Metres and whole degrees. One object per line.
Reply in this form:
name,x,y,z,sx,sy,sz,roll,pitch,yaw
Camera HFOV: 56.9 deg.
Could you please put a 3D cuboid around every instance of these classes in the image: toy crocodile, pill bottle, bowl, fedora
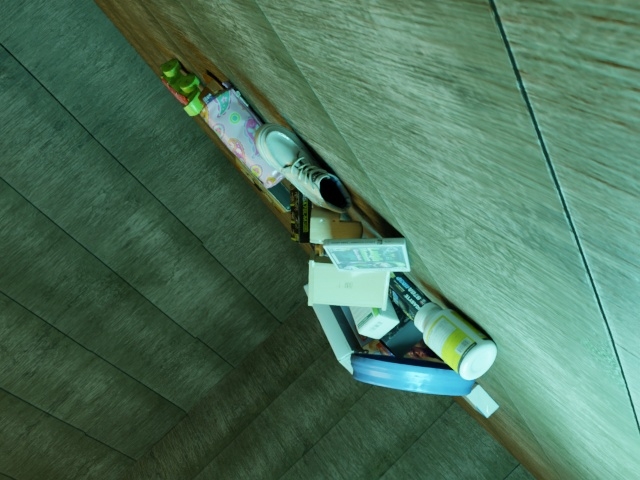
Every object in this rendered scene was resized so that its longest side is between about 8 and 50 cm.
toy crocodile,-0.473,-0.525,2.027,0.340,0.105,0.115,44,174,38
pill bottle,0.298,0.220,1.332,0.184,0.103,0.103,43,173,46
bowl,0.283,0.413,1.830,0.390,0.077,0.391,7,173,1
fedora,-0.295,-0.391,1.709,0.194,0.079,0.194,46,175,5

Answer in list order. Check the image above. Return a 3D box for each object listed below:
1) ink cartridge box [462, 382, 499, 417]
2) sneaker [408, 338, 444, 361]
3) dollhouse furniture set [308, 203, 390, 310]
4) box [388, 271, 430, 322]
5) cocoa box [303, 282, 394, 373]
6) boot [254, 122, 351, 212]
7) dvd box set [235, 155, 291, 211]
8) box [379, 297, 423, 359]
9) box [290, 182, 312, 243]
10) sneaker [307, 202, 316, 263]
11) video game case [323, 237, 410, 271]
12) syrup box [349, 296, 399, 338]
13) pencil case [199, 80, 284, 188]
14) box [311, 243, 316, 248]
ink cartridge box,0.550,0.555,2.095,0.104,0.060,0.180,46,175,3
sneaker,0.360,0.375,2.052,0.095,0.104,0.236,50,173,-20
dollhouse furniture set,0.078,-0.005,1.556,0.303,0.197,0.287,-84,-3,-59
box,0.232,0.150,1.652,0.175,0.051,0.220,46,175,16
cocoa box,0.131,0.290,2.214,0.347,0.227,0.231,62,-175,36
boot,-0.028,-0.159,1.305,0.258,0.095,0.123,40,174,-34
dvd box set,-0.232,-0.243,2.459,0.308,0.062,0.420,47,175,-7
box,0.241,0.257,1.826,0.093,0.156,0.158,51,174,-31
box,-0.056,-0.087,1.663,0.190,0.045,0.184,-166,73,-80
sneaker,0.000,0.000,1.850,0.269,0.153,0.101,49,175,-13
video game case,0.108,0.035,1.313,0.190,0.173,0.022,59,-148,-67
syrup box,0.141,0.171,1.788,0.096,0.093,0.237,23,-147,-38
pencil case,-0.187,-0.272,1.538,0.284,0.124,0.124,49,175,-9
box,0.054,0.042,2.060,0.184,0.103,0.261,49,176,15
